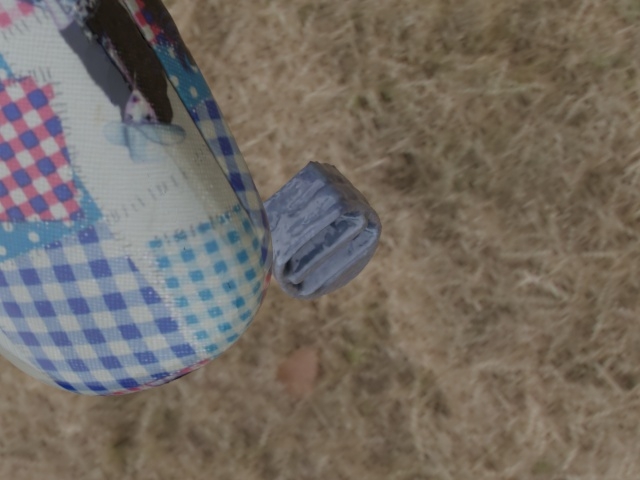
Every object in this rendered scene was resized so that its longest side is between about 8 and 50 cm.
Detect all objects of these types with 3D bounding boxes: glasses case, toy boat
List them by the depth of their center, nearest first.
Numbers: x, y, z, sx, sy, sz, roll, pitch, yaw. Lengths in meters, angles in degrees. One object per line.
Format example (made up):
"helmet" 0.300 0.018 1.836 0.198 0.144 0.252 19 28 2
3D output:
"glasses case" -0.132 -0.089 0.494 0.125 0.076 0.327 -21 106 29
"toy boat" 0.000 0.000 1.516 0.127 0.283 0.078 -42 77 0
